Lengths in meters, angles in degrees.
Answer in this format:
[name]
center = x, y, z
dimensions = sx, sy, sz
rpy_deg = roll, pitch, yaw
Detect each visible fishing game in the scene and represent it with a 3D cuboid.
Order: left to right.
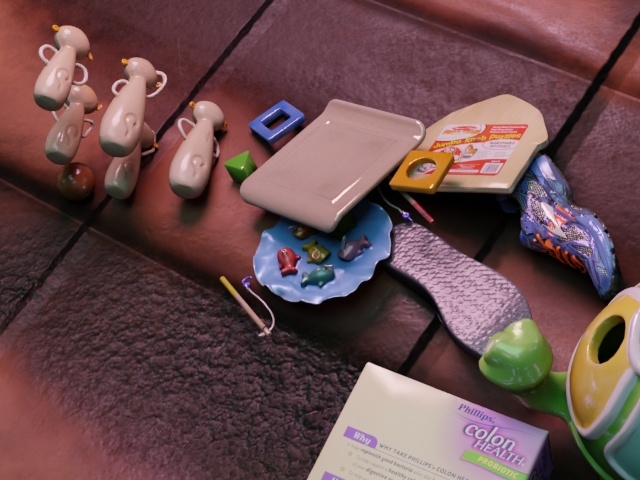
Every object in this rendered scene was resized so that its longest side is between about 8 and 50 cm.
[fishing game]
center = 0.000, 0.000, 1.475
dimensions = 0.264, 0.041, 0.189
rpy_deg = -32, 42, -6

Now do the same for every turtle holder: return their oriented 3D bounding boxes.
[turtle holder]
center = 0.356, 0.134, 1.212
dimensions = 0.320, 0.227, 0.243
rpy_deg = 34, 73, 28

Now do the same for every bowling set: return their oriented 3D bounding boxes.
[bowling set]
center = -0.293, -0.155, 1.586
dimensions = 0.200, 0.287, 0.154
rpy_deg = -23, 42, 41

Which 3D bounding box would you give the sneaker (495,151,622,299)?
[sneaker]
center = 0.286, -0.006, 1.410
dimensions = 0.087, 0.083, 0.221
rpy_deg = -32, 48, 3

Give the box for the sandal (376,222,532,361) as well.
[sandal]
center = 0.167, 0.064, 1.412
dimensions = 0.097, 0.054, 0.254
rpy_deg = -34, 47, -10

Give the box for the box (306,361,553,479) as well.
[box]
center = 0.101, 0.288, 1.252
dimensions = 0.214, 0.117, 0.243
rpy_deg = 19, 67, 24

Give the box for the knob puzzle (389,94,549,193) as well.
[knob puzzle]
center = 0.204, -0.119, 1.499
dimensions = 0.213, 0.030, 0.213
rpy_deg = -18, 34, 12

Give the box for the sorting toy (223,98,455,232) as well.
[sorting toy]
center = 0.020, -0.091, 1.514
dimensions = 0.348, 0.047, 0.196
rpy_deg = 21, 58, 43
